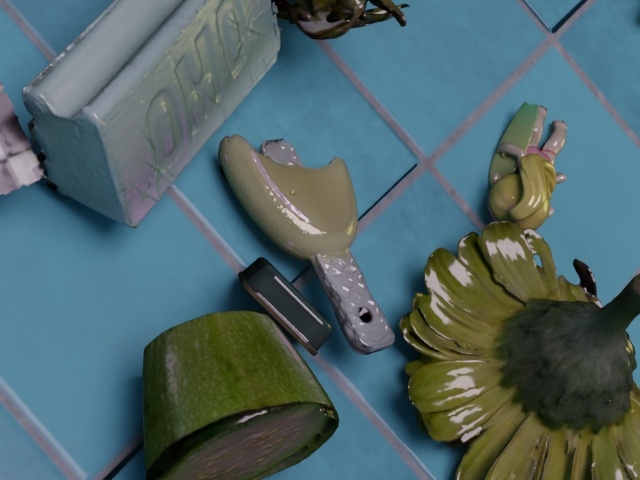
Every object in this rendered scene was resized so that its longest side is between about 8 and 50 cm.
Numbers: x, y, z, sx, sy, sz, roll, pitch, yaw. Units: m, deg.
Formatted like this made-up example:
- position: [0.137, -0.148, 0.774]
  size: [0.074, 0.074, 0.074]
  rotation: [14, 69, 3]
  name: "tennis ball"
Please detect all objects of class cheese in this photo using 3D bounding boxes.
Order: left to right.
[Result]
- position: [-0.001, 0.001, 1.421]
  size: [0.127, 0.050, 0.235]
  rotation: [-8, 62, -39]
  name: "cheese"

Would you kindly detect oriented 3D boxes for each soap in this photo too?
- position: [-0.138, -0.145, 1.353]
  size: [0.094, 0.150, 0.261]
  rotation: [24, 56, 21]
  name: "soap"

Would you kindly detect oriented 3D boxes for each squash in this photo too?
- position: [-0.075, 0.136, 1.285]
  size: [0.170, 0.170, 0.123]
  rotation: [-1, 59, -29]
  name: "squash"

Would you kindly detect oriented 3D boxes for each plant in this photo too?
- position: [0.233, 0.094, 1.455]
  size: [0.306, 0.297, 0.261]
  rotation: [24, 29, -2]
  name: "plant"

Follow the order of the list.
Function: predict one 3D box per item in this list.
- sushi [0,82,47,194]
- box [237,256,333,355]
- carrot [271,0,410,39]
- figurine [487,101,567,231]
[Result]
- position: [-0.455, -0.141, 1.235]
  size: [0.343, 0.064, 0.359]
  rotation: [-25, 86, -28]
  name: "sushi"
- position: [-0.031, 0.055, 1.358]
  size: [0.091, 0.126, 0.031]
  rotation: [45, 89, -5]
  name: "box"
- position: [-0.029, -0.335, 1.474]
  size: [0.193, 0.214, 0.331]
  rotation: [-9, 71, -13]
  name: "carrot"
- position: [0.217, -0.076, 1.582]
  size: [0.083, 0.083, 0.187]
  rotation: [39, 47, -10]
  name: "figurine"
